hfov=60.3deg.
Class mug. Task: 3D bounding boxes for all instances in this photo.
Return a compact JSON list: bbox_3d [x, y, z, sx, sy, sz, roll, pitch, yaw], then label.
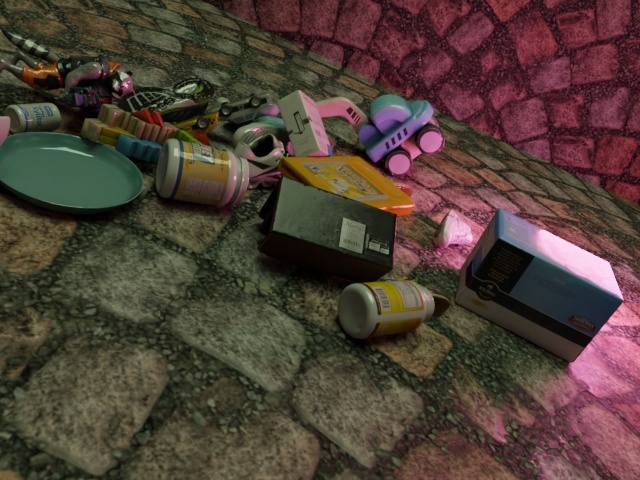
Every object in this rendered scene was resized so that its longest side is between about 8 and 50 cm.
[{"bbox_3d":[-0.335,-0.458,1.903,0.062,0.064,0.078,37,30,23],"label":"mug"}]

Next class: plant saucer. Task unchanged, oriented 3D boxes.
[{"bbox_3d":[-0.225,-0.412,1.856,0.194,0.038,0.195,-11,-1,0],"label":"plant saucer"},{"bbox_3d":[-0.561,-0.147,1.227,0.317,0.044,0.318,20,29,-11],"label":"plant saucer"}]

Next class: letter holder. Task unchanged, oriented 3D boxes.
[{"bbox_3d":[0.000,0.000,1.340,0.301,0.214,0.152,17,61,-16],"label":"letter holder"}]

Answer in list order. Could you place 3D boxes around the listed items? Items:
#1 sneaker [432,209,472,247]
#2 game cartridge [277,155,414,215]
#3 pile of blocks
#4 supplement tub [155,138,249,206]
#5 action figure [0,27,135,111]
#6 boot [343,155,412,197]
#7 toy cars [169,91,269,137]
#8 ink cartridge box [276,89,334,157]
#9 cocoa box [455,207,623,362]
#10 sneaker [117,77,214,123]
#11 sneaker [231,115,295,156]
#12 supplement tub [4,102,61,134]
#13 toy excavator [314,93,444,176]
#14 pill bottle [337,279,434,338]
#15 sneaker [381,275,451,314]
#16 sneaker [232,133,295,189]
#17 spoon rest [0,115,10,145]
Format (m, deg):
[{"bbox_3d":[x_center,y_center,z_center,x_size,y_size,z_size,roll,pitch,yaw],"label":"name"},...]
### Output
[{"bbox_3d":[0.433,-0.025,1.759,0.115,0.090,0.232,33,30,8],"label":"sneaker"},{"bbox_3d":[0.082,-0.157,1.580,0.323,0.053,0.285,-11,44,-41],"label":"game cartridge"},{"bbox_3d":[-0.411,-0.264,1.415,0.361,0.113,0.149,11,25,-38],"label":"pile of blocks"},{"bbox_3d":[-0.291,-0.163,1.356,0.199,0.144,0.144,8,33,-29],"label":"supplement tub"},{"bbox_3d":[-0.651,-0.430,1.422,0.329,0.179,0.341,4,12,-17],"label":"action figure"},{"bbox_3d":[0.160,-0.197,1.824,0.261,0.095,0.203,-4,39,-32],"label":"boot"},{"bbox_3d":[-0.306,-0.352,1.646,0.176,0.087,0.393,5,30,43],"label":"toy cars"},{"bbox_3d":[-0.043,-0.337,1.695,0.148,0.085,0.203,11,58,-69],"label":"ink cartridge box"},{"bbox_3d":[0.579,0.112,1.490,0.346,0.228,0.231,27,29,5],"label":"cocoa box"},{"bbox_3d":[-0.462,-0.393,1.659,0.299,0.121,0.111,-20,64,-28],"label":"sneaker"},{"bbox_3d":[-0.189,-0.326,1.750,0.150,0.135,0.365,27,19,22],"label":"sneaker"},{"bbox_3d":[-0.700,-0.297,1.340,0.071,0.071,0.107,34,31,17],"label":"supplement tub"},{"bbox_3d":[0.187,-0.450,2.097,0.445,0.432,0.222,47,23,-19],"label":"toy excavator"},{"bbox_3d":[0.150,0.148,1.212,0.214,0.117,0.117,0,37,-38],"label":"pill bottle"},{"bbox_3d":[0.238,0.127,1.365,0.185,0.070,0.084,15,34,-21],"label":"sneaker"},{"bbox_3d":[-0.131,-0.239,1.616,0.122,0.146,0.330,38,29,25],"label":"sneaker"},{"bbox_3d":[-0.770,-0.222,1.124,0.276,0.084,0.137,6,15,11],"label":"spoon rest"}]
